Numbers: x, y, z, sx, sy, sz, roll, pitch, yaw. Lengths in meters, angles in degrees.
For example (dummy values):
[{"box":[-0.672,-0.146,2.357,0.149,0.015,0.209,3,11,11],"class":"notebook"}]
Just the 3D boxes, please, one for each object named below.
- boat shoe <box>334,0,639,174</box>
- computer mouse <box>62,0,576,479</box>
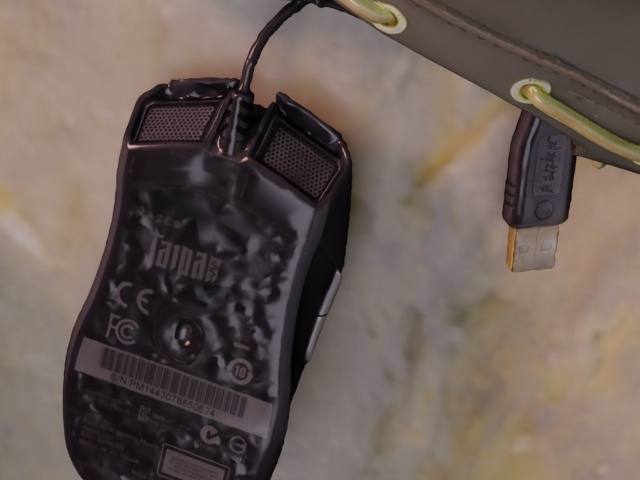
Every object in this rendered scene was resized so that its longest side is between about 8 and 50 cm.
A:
[{"box":[0.101,-0.074,0.419,0.305,0.109,0.091,27,145,-26],"class":"boat shoe"},{"box":[0.000,0.000,0.529,0.184,0.060,0.262,13,107,12],"class":"computer mouse"}]
